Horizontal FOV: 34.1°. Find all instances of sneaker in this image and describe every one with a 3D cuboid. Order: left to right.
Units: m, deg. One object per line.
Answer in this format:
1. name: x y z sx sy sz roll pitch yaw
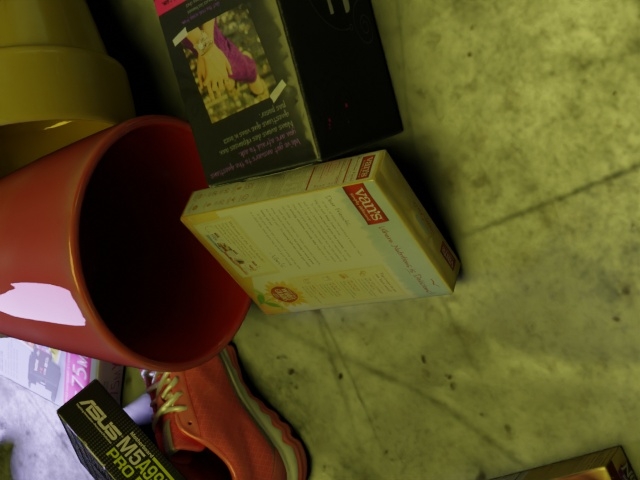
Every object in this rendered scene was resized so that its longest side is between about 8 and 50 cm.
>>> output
1. sneaker: -0.148 0.189 1.212 0.314 0.136 0.116 49 123 11

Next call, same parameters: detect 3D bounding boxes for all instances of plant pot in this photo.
1. plant pot: -0.346 -0.207 1.168 0.254 0.254 0.239 -17 79 35
2. plant pot: -0.244 0.012 1.141 0.243 0.275 0.275 -6 102 36

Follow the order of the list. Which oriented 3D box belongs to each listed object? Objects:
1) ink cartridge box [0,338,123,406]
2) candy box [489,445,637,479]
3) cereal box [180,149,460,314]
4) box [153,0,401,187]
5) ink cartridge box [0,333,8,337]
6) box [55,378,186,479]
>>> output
1. ink cartridge box: -0.392 0.100 1.390 0.311 0.065 0.186 23 115 27
2. candy box: 0.235 0.286 1.048 0.186 0.053 0.109 -26 90 37
3. cereal box: 0.000 0.000 1.063 0.240 0.047 0.173 -9 134 33
4. box: -0.047 -0.206 1.006 0.143 0.165 0.270 -10 100 35
5. ink cartridge box: -0.463 0.012 1.240 0.168 0.232 0.171 22 97 25
6. box: -0.213 0.296 1.249 0.216 0.060 0.270 45 159 13
